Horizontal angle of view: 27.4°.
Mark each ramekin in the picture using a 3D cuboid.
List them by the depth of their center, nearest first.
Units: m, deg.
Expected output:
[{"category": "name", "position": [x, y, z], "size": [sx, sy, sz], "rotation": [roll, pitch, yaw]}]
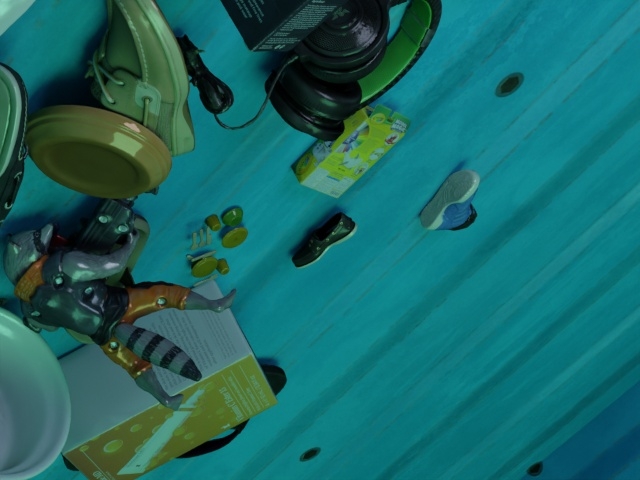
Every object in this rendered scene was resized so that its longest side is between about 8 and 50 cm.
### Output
[{"category": "ramekin", "position": [-0.513, 0.239, 1.907], "size": [0.135, 0.277, 0.277], "rotation": [-31, 154, 35]}]

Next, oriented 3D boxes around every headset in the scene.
[{"category": "headset", "position": [-0.011, -0.260, 1.786], "size": [0.394, 0.185, 0.243], "rotation": [-27, 157, -36]}]

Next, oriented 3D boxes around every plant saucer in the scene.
[{"category": "plant saucer", "position": [-0.294, -0.108, 1.710], "size": [0.200, 0.037, 0.200], "rotation": [8, 154, 4]}]

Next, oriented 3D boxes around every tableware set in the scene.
[{"category": "tableware set", "position": [-0.166, 0.008, 2.110], "size": [0.104, 0.024, 0.154], "rotation": [-22, 147, -19]}]

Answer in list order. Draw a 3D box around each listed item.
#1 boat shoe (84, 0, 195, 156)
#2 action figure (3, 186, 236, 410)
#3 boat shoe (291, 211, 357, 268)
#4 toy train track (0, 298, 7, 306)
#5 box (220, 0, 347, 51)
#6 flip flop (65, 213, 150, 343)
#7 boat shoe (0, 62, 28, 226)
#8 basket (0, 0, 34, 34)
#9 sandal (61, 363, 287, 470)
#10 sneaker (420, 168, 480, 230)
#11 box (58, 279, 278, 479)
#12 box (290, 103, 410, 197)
[{"category": "boat shoe", "position": [-0.233, -0.200, 1.652], "size": [0.110, 0.122, 0.341], "rotation": [-24, 150, -12]}, {"category": "action figure", "position": [-0.291, 0.059, 1.855], "size": [0.330, 0.178, 0.341], "rotation": [26, 115, -8]}, {"category": "boat shoe", "position": [0.000, -0.001, 2.218], "size": [0.133, 0.049, 0.042], "rotation": [-36, 121, 22]}, {"category": "toy train track", "position": [-0.507, 0.098, 1.956], "size": [0.083, 0.014, 0.048], "rotation": [-4, 140, -36]}, {"category": "box", "position": [-0.045, -0.330, 1.552], "size": [0.158, 0.156, 0.093], "rotation": [-36, 168, 30]}, {"category": "flip flop", "position": [-0.323, 0.072, 2.008], "size": [0.112, 0.080, 0.277], "rotation": [-5, 140, -36]}, {"category": "boat shoe", "position": [-0.428, -0.095, 1.656], "size": [0.113, 0.127, 0.340], "rotation": [-39, 158, -54]}, {"category": "basket", "position": [-0.459, -0.281, 1.146], "size": [0.328, 0.331, 0.266], "rotation": [-40, 146, 15]}, {"category": "sandal", "position": [-0.258, 0.353, 2.444], "size": [0.445, 0.107, 0.167], "rotation": [-18, 147, -20]}, {"category": "sneaker", "position": [0.250, -0.069, 2.311], "size": [0.084, 0.058, 0.152], "rotation": [5, 139, -36]}, {"category": "box", "position": [-0.276, 0.251, 2.222], "size": [0.345, 0.168, 0.215], "rotation": [-28, 149, -4]}, {"category": "box", "position": [0.050, -0.148, 2.047], "size": [0.179, 0.043, 0.105], "rotation": [-41, 147, 21]}]
